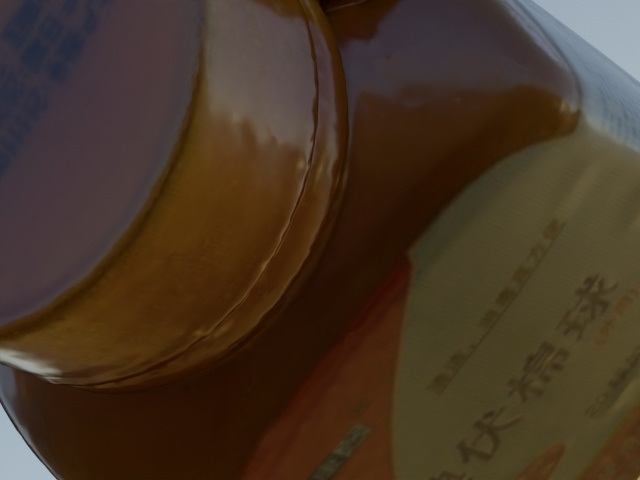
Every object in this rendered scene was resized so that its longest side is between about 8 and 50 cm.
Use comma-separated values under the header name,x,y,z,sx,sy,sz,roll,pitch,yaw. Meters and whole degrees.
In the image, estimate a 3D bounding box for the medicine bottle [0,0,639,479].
name,x,y,z,sx,sy,sz,roll,pitch,yaw
medicine bottle,0.001,0.001,0.473,0.149,0.112,0.222,-52,-38,11
